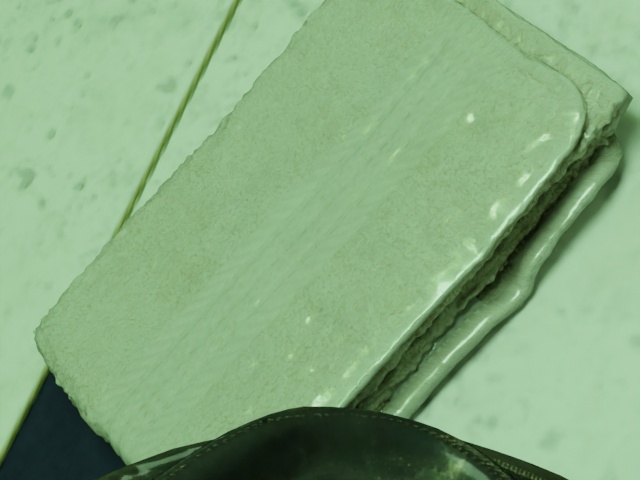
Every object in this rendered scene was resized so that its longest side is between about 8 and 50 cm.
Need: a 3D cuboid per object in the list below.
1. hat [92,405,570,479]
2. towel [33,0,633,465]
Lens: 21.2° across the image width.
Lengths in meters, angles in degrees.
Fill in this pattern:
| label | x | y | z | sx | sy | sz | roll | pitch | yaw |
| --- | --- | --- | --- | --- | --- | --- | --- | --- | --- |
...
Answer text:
| label | x | y | z | sx | sy | sz | roll | pitch | yaw |
| --- | --- | --- | --- | --- | --- | --- | --- | --- | --- |
| hat | -0.012 | 0.144 | 0.563 | 0.331 | 0.134 | 0.331 | -1 | 44 | 1 |
| towel | 0.000 | 0.000 | 0.789 | 0.282 | 0.049 | 0.187 | -47 | 47 | 3 |
